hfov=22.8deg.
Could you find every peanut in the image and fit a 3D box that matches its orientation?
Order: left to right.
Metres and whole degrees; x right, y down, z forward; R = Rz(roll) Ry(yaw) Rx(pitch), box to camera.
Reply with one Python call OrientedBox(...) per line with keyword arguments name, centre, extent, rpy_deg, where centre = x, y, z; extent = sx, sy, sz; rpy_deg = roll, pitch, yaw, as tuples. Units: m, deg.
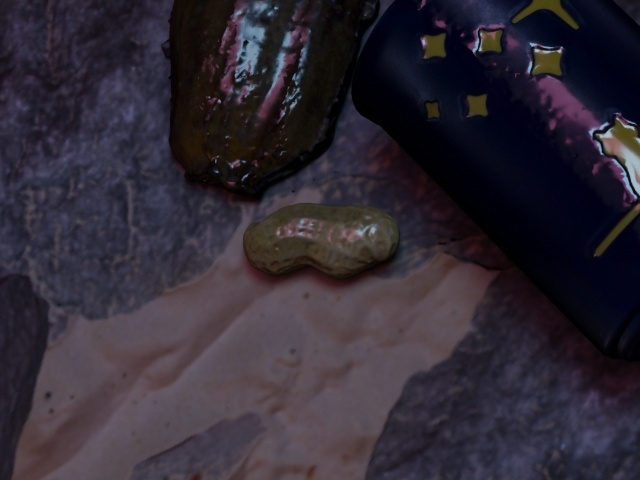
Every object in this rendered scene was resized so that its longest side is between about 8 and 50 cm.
OrientedBox(name="peanut", centre=(0.000, 0.000, 1.102), extent=(0.113, 0.054, 0.053), rpy_deg=(-2, 69, 15))

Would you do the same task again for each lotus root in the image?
OrientedBox(name="lotus root", centre=(-0.040, -0.193, 1.171), extent=(0.167, 0.078, 0.329), rpy_deg=(6, 70, 16))

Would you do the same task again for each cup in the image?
OrientedBox(name="cup", centre=(0.191, -0.091, 1.008), extent=(0.256, 0.178, 0.255), rpy_deg=(47, 112, 21))
